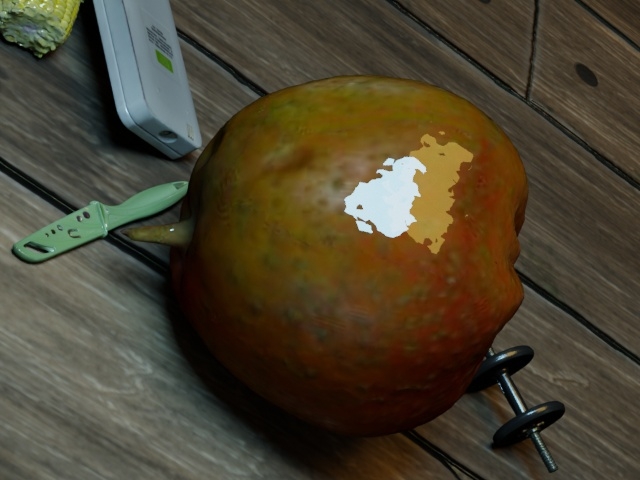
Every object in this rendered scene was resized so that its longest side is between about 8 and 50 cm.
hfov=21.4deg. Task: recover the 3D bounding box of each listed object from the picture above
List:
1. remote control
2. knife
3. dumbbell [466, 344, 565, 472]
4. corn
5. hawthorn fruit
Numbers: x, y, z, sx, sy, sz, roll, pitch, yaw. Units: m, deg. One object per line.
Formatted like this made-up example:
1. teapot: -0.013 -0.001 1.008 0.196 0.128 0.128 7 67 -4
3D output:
1. remote control: -0.156 -0.192 1.423 0.103 0.034 0.250 34 36 -61
2. knife: -0.165 -0.020 1.314 0.030 0.014 0.207 53 36 6
3. dumbbell: 0.166 0.134 1.459 0.069 0.069 0.147 -4 60 -48
4. corn: -0.233 -0.228 1.408 0.085 0.063 0.165 48 28 -44
5. hawthorn fruit: 0.000 0.000 1.270 0.298 0.277 0.277 7 46 -9
